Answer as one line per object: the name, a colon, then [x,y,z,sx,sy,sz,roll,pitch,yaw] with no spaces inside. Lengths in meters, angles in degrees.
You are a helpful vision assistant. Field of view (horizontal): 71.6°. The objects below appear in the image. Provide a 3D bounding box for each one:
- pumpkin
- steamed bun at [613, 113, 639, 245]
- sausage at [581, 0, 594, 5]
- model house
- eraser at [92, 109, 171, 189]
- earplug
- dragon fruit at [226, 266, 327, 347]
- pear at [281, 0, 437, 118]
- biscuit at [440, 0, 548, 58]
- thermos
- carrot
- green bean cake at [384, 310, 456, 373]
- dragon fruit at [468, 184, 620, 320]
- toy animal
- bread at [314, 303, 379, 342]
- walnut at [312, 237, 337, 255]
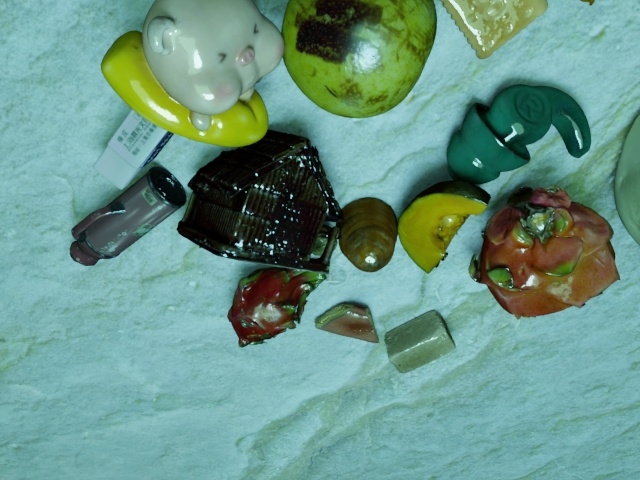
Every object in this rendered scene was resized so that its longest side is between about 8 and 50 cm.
pumpkin: [0.282,-0.074,1.017,0.148,0.169,0.312,33,150,6]
steamed bun: [0.812,-0.070,0.891,0.290,0.371,0.456,-25,112,15]
sausage: [0.494,-0.532,0.822,0.062,0.054,0.183,-30,115,-15]
model house: [-0.125,-0.105,0.995,0.297,0.317,0.283,8,99,-40]
eraser: [-0.355,-0.246,0.946,0.086,0.130,0.287,41,113,-17]
earplug: [0.410,-0.219,0.961,0.280,0.164,0.257,-38,149,31]
dragon fruit: [-0.108,0.166,1.148,0.269,0.198,0.200,-10,108,-10]
pear: [0.064,-0.365,0.800,0.283,0.283,0.284,0,119,1]
biscuit: [0.313,-0.496,0.855,0.160,0.030,0.250,-36,112,19]
thermos: [-0.482,-0.035,1.057,0.330,0.136,0.109,-33,104,17]
carrot: [0.117,0.005,1.028,0.159,0.225,0.159,0,113,0]
green bean cake: [0.273,0.282,1.236,0.179,0.109,0.085,-31,113,16]
dragon fruit: [0.475,0.003,0.993,0.305,0.305,0.226,-36,105,18]
toy animal: [-0.160,-0.323,0.759,0.277,0.345,0.247,42,136,-13]
bread: [0.090,0.221,1.229,0.192,0.067,0.119,18,125,-7]
walnut: [0.000,0.000,1.102,0.092,0.092,0.092,0,119,1]
